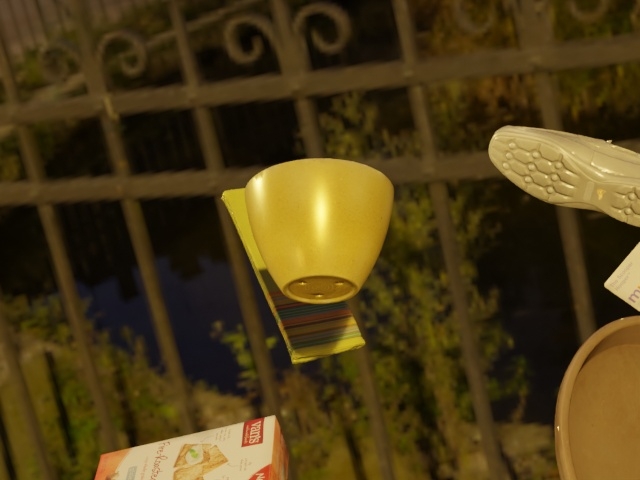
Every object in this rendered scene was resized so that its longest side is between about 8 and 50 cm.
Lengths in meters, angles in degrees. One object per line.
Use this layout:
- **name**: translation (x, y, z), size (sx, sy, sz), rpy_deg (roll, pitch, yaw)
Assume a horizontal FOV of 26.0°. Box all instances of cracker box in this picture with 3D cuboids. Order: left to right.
- **cracker box**: translation (-0.158, 0.300, 1.664), size (0.232, 0.067, 0.155), rpy_deg (-13, 25, 7)

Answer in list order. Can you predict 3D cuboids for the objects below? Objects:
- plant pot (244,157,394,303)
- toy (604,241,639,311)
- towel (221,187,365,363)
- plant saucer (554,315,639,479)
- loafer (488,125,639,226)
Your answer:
- **plant pot**: translation (0.000, 0.000, 1.228), size (0.134, 0.095, 0.134), rpy_deg (-1, -25, -1)
- **toy**: translation (0.431, 0.069, 1.429), size (0.137, 0.237, 0.056), rpy_deg (-54, 7, 16)
- **towel**: translation (-0.034, 0.035, 1.662), size (0.102, 0.237, 0.021), rpy_deg (-7, -30, -34)
- **plant saucer**: translation (0.330, 0.210, 1.339), size (0.278, 0.278, 0.041), rpy_deg (-27, -4, -36)
- **loafer**: translation (0.422, -0.109, 2.181), size (0.319, 0.112, 0.111), rpy_deg (23, 38, 10)
